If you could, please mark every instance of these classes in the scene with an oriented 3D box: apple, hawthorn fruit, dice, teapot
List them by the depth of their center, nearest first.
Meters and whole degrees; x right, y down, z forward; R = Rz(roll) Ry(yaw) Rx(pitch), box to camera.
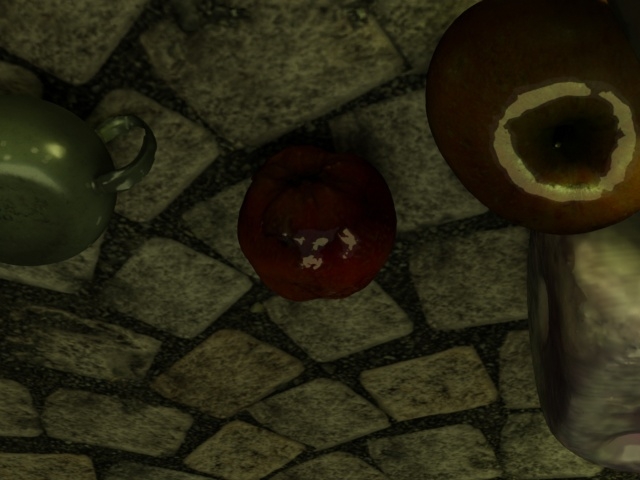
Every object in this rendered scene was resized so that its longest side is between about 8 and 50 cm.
[{"bbox_3d":[0.210,-0.121,0.841,0.237,0.207,0.237,2,120,3],"label":"apple"},{"bbox_3d":[-0.304,-0.066,0.956,0.294,0.129,0.193,-12,137,12],"label":"teapot"},{"bbox_3d":[0.369,0.071,0.981,0.271,0.270,0.270,-3,138,4],"label":"dice"},{"bbox_3d":[-0.006,-0.008,0.989,0.173,0.173,0.179,14,137,-14],"label":"hawthorn fruit"}]

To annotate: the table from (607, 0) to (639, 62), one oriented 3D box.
[{"bbox_3d":[0.307,-0.250,0.594,0.282,0.196,0.250,-30,87,27],"label":"table"}]
